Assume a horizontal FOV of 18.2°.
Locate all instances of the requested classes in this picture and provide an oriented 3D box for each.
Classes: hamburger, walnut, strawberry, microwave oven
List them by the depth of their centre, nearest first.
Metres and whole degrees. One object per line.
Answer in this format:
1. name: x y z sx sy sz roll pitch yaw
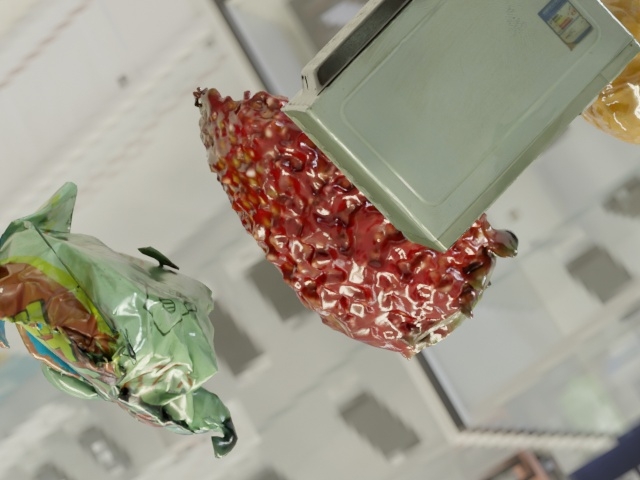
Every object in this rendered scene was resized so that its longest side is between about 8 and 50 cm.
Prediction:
1. microwave oven: 0.096 -0.116 1.421 0.205 0.163 0.129 -45 -170 -5
2. hamburger: -0.179 0.056 1.701 0.150 0.260 0.276 -57 142 -13
3. strawberry: 0.000 0.000 1.710 0.138 0.306 0.233 -64 -179 -19
4. walnut: 0.312 -0.188 1.943 0.195 0.195 0.221 -22 -163 -18
